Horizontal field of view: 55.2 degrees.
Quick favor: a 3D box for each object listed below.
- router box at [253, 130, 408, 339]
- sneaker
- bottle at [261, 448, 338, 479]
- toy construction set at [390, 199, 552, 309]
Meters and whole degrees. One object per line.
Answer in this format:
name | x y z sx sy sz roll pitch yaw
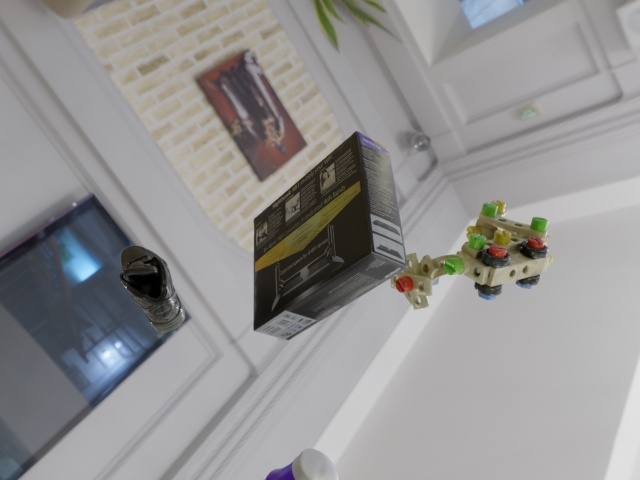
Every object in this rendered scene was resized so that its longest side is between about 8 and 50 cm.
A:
router box | 0.000 0.000 1.050 0.309 0.081 0.243 -36 -135 39
sneaker | -0.330 0.057 1.150 0.087 0.130 0.227 -25 -135 -15
bottle | -0.080 0.418 0.896 0.283 0.118 0.092 -53 154 21
toy construction set | 0.293 0.025 1.134 0.327 0.151 0.215 -23 -145 -25
